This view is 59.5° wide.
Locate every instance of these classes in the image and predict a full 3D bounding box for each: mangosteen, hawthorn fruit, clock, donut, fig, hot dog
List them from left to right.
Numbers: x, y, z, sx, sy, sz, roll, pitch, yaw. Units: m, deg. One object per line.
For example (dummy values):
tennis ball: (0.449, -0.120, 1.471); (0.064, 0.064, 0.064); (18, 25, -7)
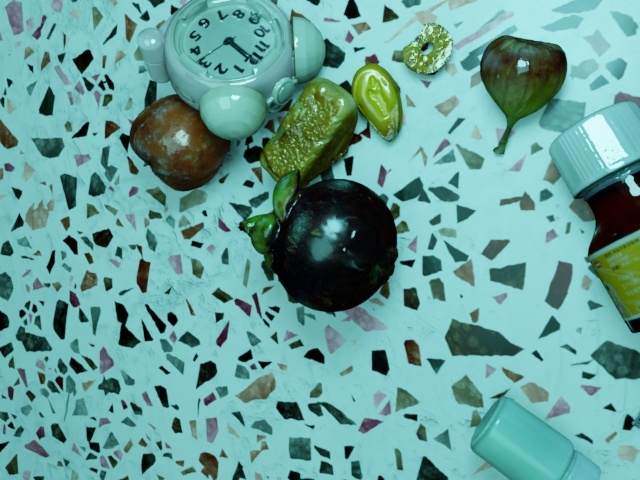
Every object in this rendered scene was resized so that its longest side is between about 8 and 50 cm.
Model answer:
hawthorn fruit: (-0.323, -0.264, 1.380); (0.242, 0.242, 0.271); (42, 79, 14)
clock: (-0.192, -0.409, 1.260); (0.326, 0.184, 0.342); (36, 77, 18)
hot dog: (-0.014, -0.239, 1.264); (0.150, 0.153, 0.256); (43, 112, 9)
mangosteen: (0.014, 0.006, 1.200); (0.311, 0.311, 0.311); (3, 97, 23)
donut: (0.233, -0.403, 1.197); (0.108, 0.043, 0.097); (-39, 80, 21)
fig: (0.395, -0.296, 1.110); (0.160, 0.230, 0.143); (12, 57, 21)

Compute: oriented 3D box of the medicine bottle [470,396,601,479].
medicine bottle: (0.435, 0.440, 1.149); (0.225, 0.139, 0.139); (35, 108, 17)

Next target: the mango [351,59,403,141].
mango: (0.129, -0.311, 1.242); (0.101, 0.066, 0.187); (-25, 91, 16)

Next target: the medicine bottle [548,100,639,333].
medicine bottle: (0.580, -0.045, 0.994); (0.242, 0.242, 0.395); (-27, 71, 24)

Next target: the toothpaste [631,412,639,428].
toothpaste: (0.668, 0.302, 1.094); (0.045, 0.028, 0.170); (27, 109, 30)
